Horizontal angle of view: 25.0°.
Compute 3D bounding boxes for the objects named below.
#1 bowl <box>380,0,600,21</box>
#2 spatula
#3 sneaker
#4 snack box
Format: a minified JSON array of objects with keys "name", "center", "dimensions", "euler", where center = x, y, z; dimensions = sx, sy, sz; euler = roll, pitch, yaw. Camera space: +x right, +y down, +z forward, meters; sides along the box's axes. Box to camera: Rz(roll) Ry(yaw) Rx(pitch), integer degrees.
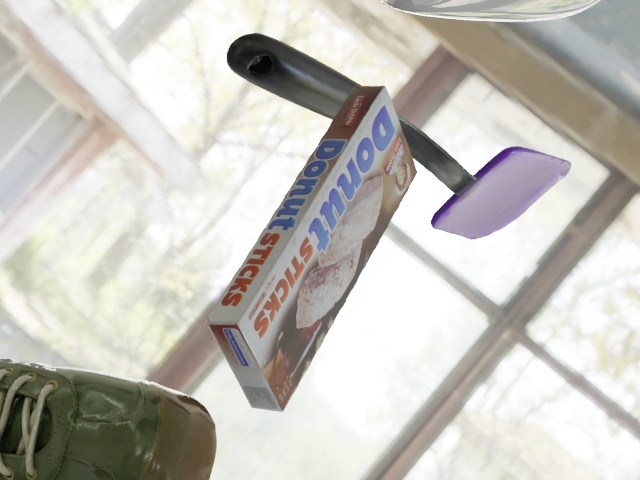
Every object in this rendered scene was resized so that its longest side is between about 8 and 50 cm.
[{"name":"bowl","center":[0.061,-0.159,0.685],"dimensions":[0.053,0.142,0.142],"euler":[-47,-124,46]},{"name":"spatula","center":[0.050,-0.062,0.885],"dimensions":[0.296,0.084,0.030],"euler":[25,30,-41]},{"name":"sneaker","center":[-0.123,0.071,0.507],"dimensions":[0.086,0.064,0.192],"euler":[26,-20,-33]},{"name":"snack box","center":[0.000,0.000,0.740],"dimensions":[0.022,0.178,0.064],"euler":[3,-45,32]}]
